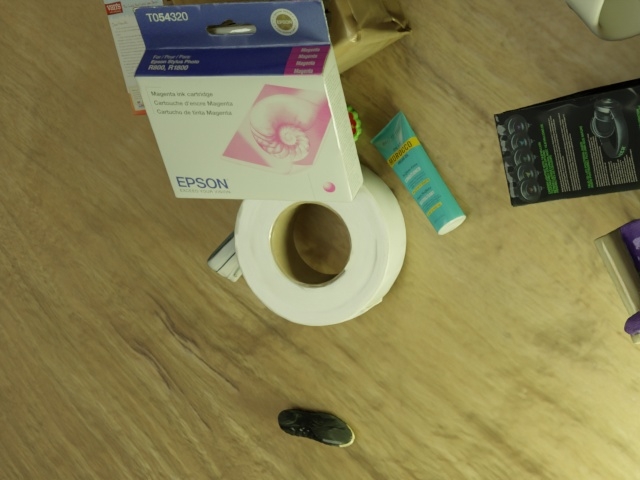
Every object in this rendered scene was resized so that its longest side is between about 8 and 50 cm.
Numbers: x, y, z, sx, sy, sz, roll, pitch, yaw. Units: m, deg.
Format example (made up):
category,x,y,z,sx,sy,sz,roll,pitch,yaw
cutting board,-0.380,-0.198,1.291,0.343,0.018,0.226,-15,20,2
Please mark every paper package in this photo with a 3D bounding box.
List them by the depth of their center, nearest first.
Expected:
category,x,y,z,sx,sy,sz,roll,pitch,yaw
paper package,-0.064,-0.403,1.737,0.325,0.168,0.309,-25,87,41

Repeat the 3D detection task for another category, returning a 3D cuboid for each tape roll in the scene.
category,x,y,z,sx,sy,sz,roll,pitch,yaw
tape roll,0.000,0.000,1.803,0.286,0.100,0.286,4,100,21

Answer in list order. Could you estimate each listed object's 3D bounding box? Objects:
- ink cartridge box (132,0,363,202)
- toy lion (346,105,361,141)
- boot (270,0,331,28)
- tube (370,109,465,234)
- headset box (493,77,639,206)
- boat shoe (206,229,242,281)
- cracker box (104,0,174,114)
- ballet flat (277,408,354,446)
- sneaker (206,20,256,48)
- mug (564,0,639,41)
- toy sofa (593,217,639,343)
category,x,y,z,sx,sy,sz,roll,pitch,yaw
ink cartridge box,-0.121,-0.207,1.648,0.324,0.071,0.330,2,131,22
toy lion,0.025,-0.186,1.822,0.096,0.034,0.100,13,112,27
boot,-0.031,-0.375,1.590,0.114,0.037,0.106,25,115,36
tube,0.161,-0.107,1.729,0.080,0.052,0.207,-42,70,29
headset box,0.400,-0.141,1.392,0.283,0.246,0.131,-7,98,39
boat shoe,-0.119,-0.007,1.971,0.076,0.083,0.226,39,127,-12
cracker box,-0.307,-0.358,1.993,0.156,0.067,0.232,3,114,38
ballet flat,-0.005,0.355,2.006,0.173,0.049,0.057,10,65,36
sneaker,-0.154,-0.287,1.694,0.217,0.079,0.121,1,114,38
mug,0.390,-0.491,1.311,0.374,0.276,0.328,-38,69,9
toy sofa,0.543,-0.003,1.366,0.362,0.177,0.150,-27,86,41
